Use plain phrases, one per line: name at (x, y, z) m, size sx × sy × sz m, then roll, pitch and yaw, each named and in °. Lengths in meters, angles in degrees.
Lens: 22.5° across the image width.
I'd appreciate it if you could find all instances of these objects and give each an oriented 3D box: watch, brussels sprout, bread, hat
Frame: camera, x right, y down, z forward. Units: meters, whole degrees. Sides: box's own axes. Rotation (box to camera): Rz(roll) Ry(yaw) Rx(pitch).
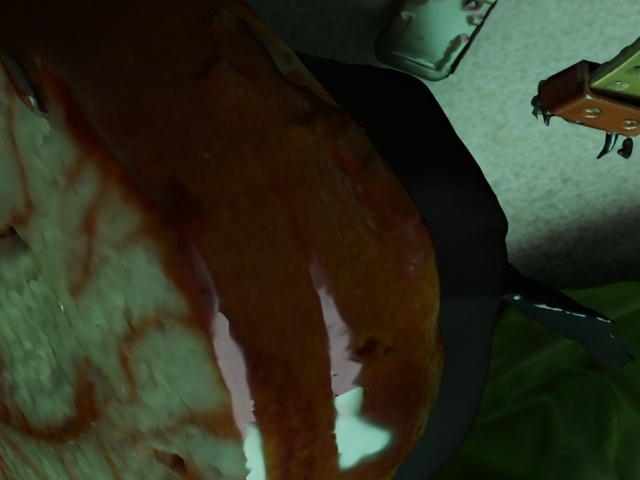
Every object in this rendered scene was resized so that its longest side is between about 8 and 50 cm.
watch at (0.123, -0.126, 0.724) m, size 0.102 × 0.165 × 0.268 m, roll 9°, pitch 135°, yaw -29°
brussels sprout at (0.190, 0.168, 1.010) m, size 0.355 × 0.289 × 0.281 m, roll -47°, pitch 122°, yaw 6°
bread at (-0.101, -0.004, 0.654) m, size 0.114 × 0.328 × 0.295 m, roll -33°, pitch 163°, yaw -35°
hat at (0.013, -0.030, 0.791) m, size 0.209 × 0.238 × 0.336 m, roll -26°, pitch 107°, yaw -22°
